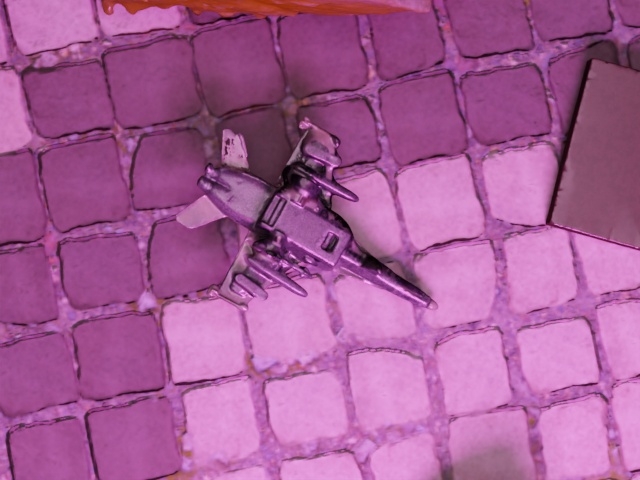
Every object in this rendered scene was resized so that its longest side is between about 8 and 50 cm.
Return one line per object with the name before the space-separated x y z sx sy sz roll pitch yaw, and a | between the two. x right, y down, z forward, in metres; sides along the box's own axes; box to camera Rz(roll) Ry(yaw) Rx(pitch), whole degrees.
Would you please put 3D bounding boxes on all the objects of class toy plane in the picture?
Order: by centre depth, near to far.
toy plane | 0.001 -0.001 1.500 0.262 0.088 0.192 28 84 -3

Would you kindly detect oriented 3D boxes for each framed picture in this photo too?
framed picture | 0.301 -0.080 1.560 0.127 0.023 0.169 15 86 -4

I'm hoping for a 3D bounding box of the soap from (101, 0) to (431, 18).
soap | -0.041 -0.294 1.538 0.338 0.304 0.169 4 93 35
